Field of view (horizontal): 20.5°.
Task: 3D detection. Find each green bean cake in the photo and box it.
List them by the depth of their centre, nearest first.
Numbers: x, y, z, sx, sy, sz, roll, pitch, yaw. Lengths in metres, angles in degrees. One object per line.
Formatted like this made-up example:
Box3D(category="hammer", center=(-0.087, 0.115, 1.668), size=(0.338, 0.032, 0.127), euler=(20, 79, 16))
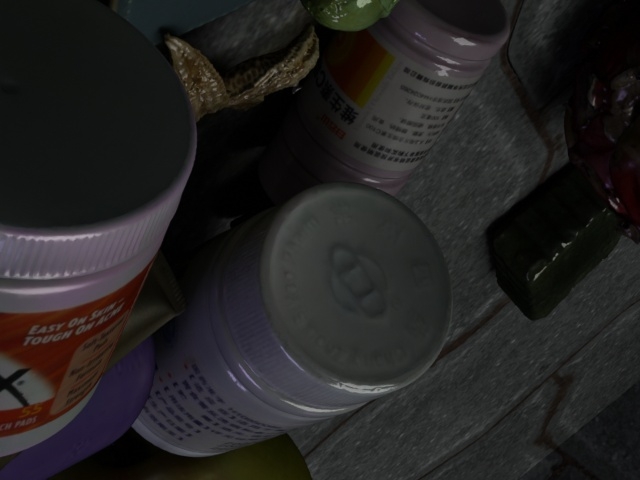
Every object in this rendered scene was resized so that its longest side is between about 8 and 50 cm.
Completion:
Box3D(category="green bean cake", center=(0.311, -0.003, 2.292), size=(0.185, 0.094, 0.183), euler=(-39, 157, -6))

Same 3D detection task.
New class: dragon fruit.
Box3D(category="dragon fruit", center=(0.432, -0.138, 1.958), size=(0.329, 0.329, 0.329), euler=(-34, 157, -17))

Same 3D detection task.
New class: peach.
Box3D(category="peach", center=(-0.143, 0.295, 1.847), size=(0.281, 0.314, 0.315), euler=(-51, 120, -12))

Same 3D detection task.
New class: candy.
Box3D(category="candy", center=(0.106, -0.304, 1.442), size=(0.335, 0.092, 0.093), euler=(-48, 148, -4))

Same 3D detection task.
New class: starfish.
Box3D(category="starfish", center=(-0.110, -0.111, 1.413), size=(0.236, 0.062, 0.277), euler=(-25, 178, 7))

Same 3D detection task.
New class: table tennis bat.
Box3D(category="table tennis bat", center=(0.000, 0.000, 1.734), size=(0.107, 0.119, 0.170), euler=(-22, -176, 39))

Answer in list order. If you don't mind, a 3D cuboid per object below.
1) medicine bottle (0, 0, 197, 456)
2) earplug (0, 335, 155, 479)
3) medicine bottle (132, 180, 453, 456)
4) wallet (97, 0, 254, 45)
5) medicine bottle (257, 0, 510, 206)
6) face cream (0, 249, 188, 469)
Box3D(category="medicine bottle", center=(-0.234, -0.017, 1.171), size=(0.252, 0.252, 0.241), euler=(-20, 149, -41))
Box3D(category="earplug", center=(-0.318, 0.138, 1.410), size=(0.456, 0.215, 0.215), euler=(-20, 150, -48))
Box3D(category="medicine bottle", center=(-0.045, 0.077, 1.577), size=(0.190, 0.190, 0.332), euler=(-25, 179, -34))
Box3D(category="wallet", center=(-0.055, -0.276, 1.202), size=(0.252, 0.083, 0.360), euler=(-32, 158, -25))
Box3D(category="medicine bottle", center=(0.053, -0.129, 1.587), size=(0.133, 0.133, 0.250), euler=(-15, 148, -47))
Box3D(category="face cream", center=(-0.208, 0.076, 1.352), size=(0.084, 0.137, 0.341), euler=(-15, -159, 33))
